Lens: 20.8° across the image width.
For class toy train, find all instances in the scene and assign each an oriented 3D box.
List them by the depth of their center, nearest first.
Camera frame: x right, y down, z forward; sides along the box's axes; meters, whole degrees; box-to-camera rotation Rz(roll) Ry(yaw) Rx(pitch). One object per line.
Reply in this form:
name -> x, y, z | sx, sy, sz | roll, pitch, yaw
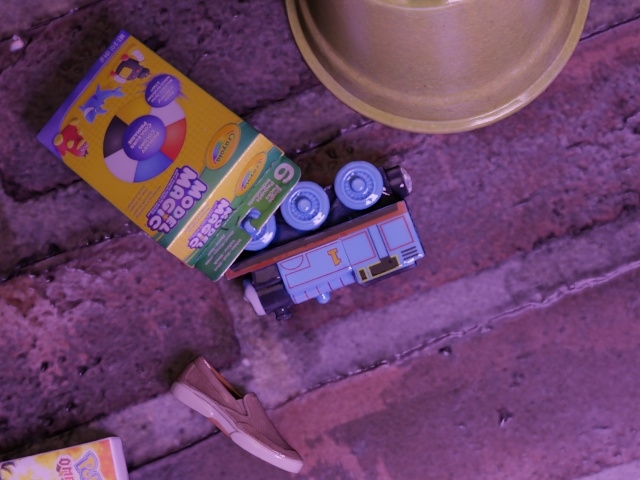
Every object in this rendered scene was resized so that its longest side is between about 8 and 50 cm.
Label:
toy train -> 0.000, 0.000, 1.500 | 0.184, 0.080, 0.105 | -21, 88, 3

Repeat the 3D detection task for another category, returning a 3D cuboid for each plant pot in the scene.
plant pot -> 0.091, -0.245, 1.428 | 0.276, 0.254, 0.276 | -1, 83, 6

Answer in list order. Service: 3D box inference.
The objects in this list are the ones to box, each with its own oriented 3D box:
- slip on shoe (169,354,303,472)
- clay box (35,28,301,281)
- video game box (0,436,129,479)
slip on shoe -> -0.067, 0.150, 1.505 | 0.135, 0.051, 0.041 | 34, 91, 17
clay box -> -0.131, -0.074, 1.495 | 0.222, 0.053, 0.127 | 37, 89, 33
video game box -> -0.246, 0.289, 1.510 | 0.187, 0.048, 0.205 | -13, 82, 2
